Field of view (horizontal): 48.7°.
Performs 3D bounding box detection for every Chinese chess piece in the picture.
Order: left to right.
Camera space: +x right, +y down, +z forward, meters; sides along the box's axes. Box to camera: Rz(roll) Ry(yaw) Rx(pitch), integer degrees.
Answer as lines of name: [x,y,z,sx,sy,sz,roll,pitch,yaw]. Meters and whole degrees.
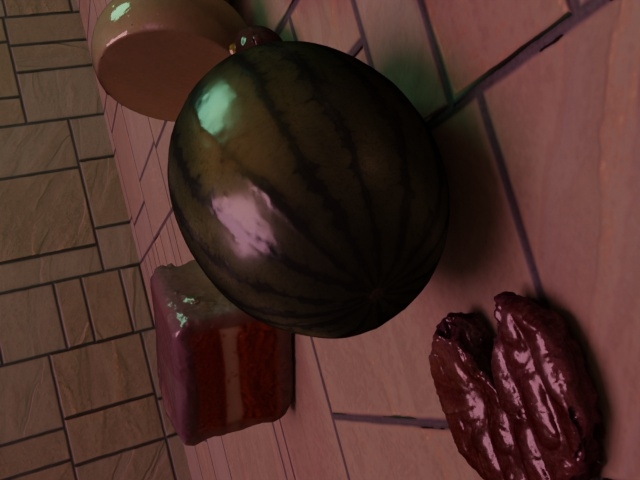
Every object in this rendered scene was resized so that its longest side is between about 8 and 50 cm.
Chinese chess piece: [-0.241,-0.304,1.175,0.273,0.273,0.102,124,149,-61]

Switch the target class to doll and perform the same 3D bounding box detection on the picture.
doll: [-0.088,-0.236,1.078,0.145,0.096,0.188,-116,15,-47]

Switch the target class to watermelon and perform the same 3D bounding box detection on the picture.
watermelon: [-0.020,-0.063,0.749,0.279,0.278,0.359,102,148,-45]

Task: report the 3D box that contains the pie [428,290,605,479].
pie: [0.183,0.150,0.683,0.218,0.054,0.205,-9,93,66]

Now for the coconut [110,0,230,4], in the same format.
coconut: [-0.278,-0.459,1.255,0.224,0.224,0.234,139,116,-65]

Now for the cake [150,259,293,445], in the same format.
cake: [-0.199,0.205,1.383,0.230,0.237,0.309,-132,37,-50]
